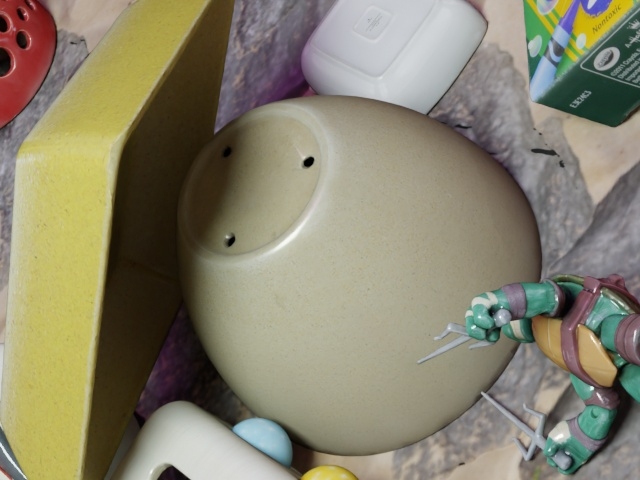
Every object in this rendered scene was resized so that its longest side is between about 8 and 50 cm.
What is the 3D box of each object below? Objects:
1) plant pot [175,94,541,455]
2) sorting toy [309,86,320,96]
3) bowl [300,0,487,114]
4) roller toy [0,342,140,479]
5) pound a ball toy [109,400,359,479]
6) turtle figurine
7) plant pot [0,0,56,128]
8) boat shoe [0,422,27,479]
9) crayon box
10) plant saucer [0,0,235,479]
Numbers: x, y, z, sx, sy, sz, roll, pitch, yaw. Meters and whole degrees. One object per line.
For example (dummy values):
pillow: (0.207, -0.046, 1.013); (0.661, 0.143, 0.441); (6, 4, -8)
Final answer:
plant pot: (0.000, 0.000, 0.975); (0.284, 0.191, 0.284); (-16, 56, 26)
sorting toy: (0.017, -0.154, 1.172); (0.062, 0.012, 0.083); (-8, 60, 31)
bowl: (0.055, -0.177, 1.122); (0.142, 0.053, 0.142); (34, 85, 36)
roller toy: (-0.258, 0.187, 1.073); (0.191, 0.146, 0.209); (-26, 52, 20)
pound a ball toy: (-0.021, 0.210, 0.854); (0.319, 0.208, 0.136); (27, 81, 42)
turtle figurine: (0.166, 0.075, 0.825); (0.118, 0.175, 0.234); (-53, 31, -13)
plant pot: (-0.419, -0.228, 1.412); (0.191, 0.174, 0.191); (-18, 56, 28)
boat shoe: (-0.204, 0.177, 0.954); (0.137, 0.049, 0.043); (40, 79, 2)
crayon box: (0.237, -0.278, 0.983); (0.203, 0.083, 0.323); (133, 145, -52)
plant saucer: (-0.153, -0.013, 0.944); (0.081, 0.333, 0.333); (13, 33, 2)
